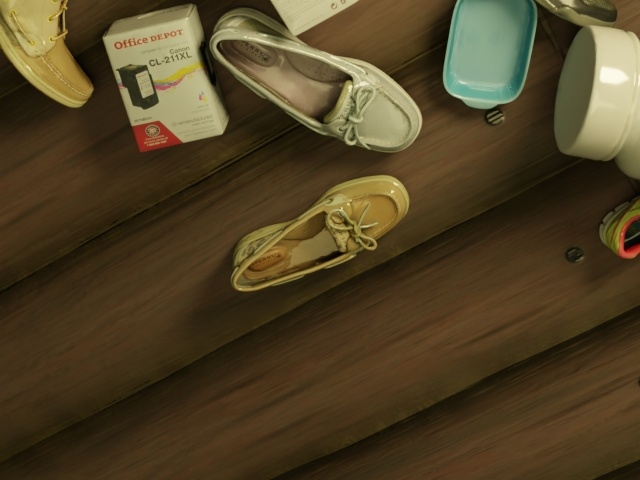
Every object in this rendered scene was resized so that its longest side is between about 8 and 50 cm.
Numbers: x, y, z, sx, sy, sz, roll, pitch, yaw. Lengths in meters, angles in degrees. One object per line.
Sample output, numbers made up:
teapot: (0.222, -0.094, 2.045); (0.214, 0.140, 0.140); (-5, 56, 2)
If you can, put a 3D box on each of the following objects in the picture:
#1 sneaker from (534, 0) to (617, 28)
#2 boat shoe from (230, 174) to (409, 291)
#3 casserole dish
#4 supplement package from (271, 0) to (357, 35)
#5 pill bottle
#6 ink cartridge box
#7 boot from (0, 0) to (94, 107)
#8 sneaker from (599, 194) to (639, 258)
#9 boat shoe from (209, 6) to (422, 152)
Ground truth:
sneaker: (0.317, -0.372, 1.740); (0.227, 0.087, 0.130); (36, 119, -7)
boat shoe: (0.000, 0.000, 1.934); (0.285, 0.089, 0.104); (-28, 110, 15)
casserole dish: (0.230, -0.270, 1.811); (0.114, 0.037, 0.188); (8, 123, 2)
supplement package: (-0.035, -0.380, 1.750); (0.105, 0.105, 0.179); (-27, 110, 15)
pill bottle: (0.505, -0.167, 1.745); (0.361, 0.204, 0.204); (9, 115, -7)
ink cartridge box: (-0.214, -0.226, 1.852); (0.127, 0.072, 0.175); (-12, 114, 10)
boot: (-0.350, -0.328, 1.805); (0.203, 0.095, 0.262); (-34, 104, 16)
sneaker: (0.487, -0.047, 1.877); (0.081, 0.094, 0.208); (37, 110, -11)
boat shoe: (-0.007, -0.209, 1.829); (0.320, 0.103, 0.118); (31, 113, -10)
